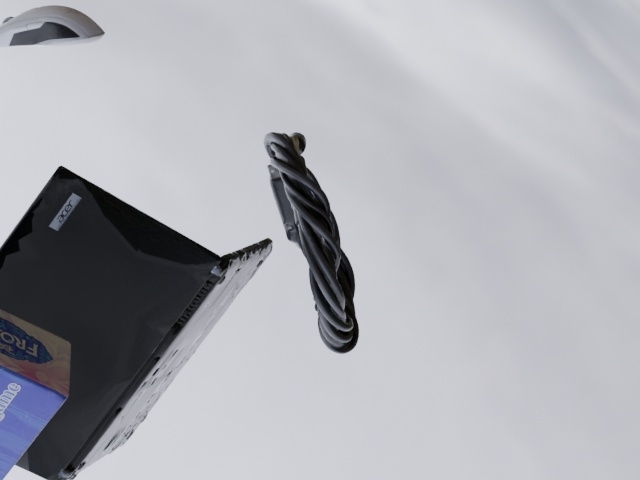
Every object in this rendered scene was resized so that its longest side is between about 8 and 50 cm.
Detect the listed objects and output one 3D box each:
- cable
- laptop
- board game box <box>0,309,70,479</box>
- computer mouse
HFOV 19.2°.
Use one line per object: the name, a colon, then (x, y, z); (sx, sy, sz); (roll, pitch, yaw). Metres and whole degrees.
cable: (0.000, 0.000, 1.502); (0.150, 0.047, 0.184); (167, 86, -86)
laptop: (-0.182, 0.064, 1.534); (0.136, 0.234, 0.264); (39, -168, 6)
board game box: (-0.387, 0.128, 1.289); (0.318, 0.319, 0.066); (28, -153, -22)
computer mouse: (-0.331, -0.237, 2.098); (0.106, 0.193, 0.042); (-44, -50, -71)
